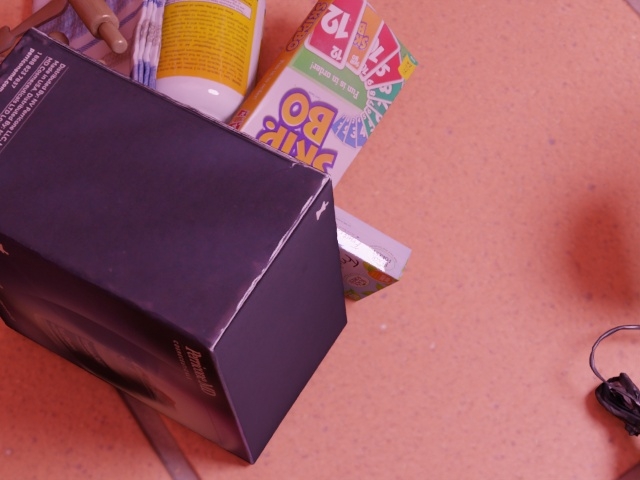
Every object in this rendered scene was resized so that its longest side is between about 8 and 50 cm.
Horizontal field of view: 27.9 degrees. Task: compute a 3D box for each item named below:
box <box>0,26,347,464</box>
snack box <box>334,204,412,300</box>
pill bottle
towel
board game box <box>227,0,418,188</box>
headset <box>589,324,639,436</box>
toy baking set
[{"bbox_3d":[-0.149,0.016,1.112,0.294,0.296,0.182,26,68,16],"label":"box"},{"bbox_3d":[0.000,0.000,1.189,0.141,0.100,0.037,30,69,-13],"label":"snack box"},{"bbox_3d":[-0.122,-0.164,1.298,0.118,0.117,0.208,3,65,6],"label":"pill bottle"},{"bbox_3d":[-0.236,-0.207,1.314,0.209,0.034,0.285,-21,56,34],"label":"towel"},{"bbox_3d":[-0.010,-0.122,1.273,0.039,0.124,0.259,8,58,54],"label":"board game box"},{"bbox_3d":[0.393,0.018,1.111,0.394,0.243,0.185,-47,38,13],"label":"headset"},{"bbox_3d":[-0.283,-0.180,1.295,0.197,0.030,0.256,-47,47,16],"label":"toy baking set"}]
